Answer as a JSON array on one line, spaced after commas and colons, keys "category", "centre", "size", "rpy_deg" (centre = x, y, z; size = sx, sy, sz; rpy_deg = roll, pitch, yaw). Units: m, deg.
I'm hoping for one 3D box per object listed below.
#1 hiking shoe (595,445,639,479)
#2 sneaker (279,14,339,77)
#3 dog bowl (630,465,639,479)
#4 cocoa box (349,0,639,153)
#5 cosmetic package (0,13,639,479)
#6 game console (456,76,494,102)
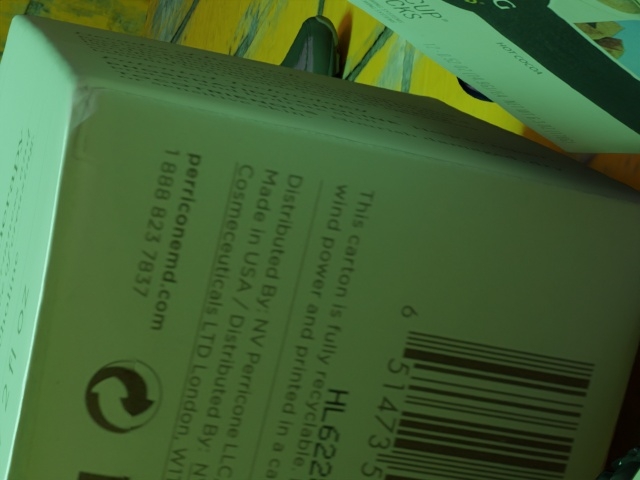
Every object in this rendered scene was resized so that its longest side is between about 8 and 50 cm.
[{"category": "hiking shoe", "centre": [0.130, 0.237, 0.781], "size": [0.113, 0.132, 0.304], "rpy_deg": [-27, -37, -57]}, {"category": "sneaker", "centre": [-0.057, -0.126, 1.782], "size": [0.101, 0.106, 0.267], "rpy_deg": [-119, 47, -70]}, {"category": "dog bowl", "centre": [0.197, 0.227, 0.468], "size": [0.408, 0.150, 0.408], "rpy_deg": [-165, 90, -75]}, {"category": "cocoa box", "centre": [0.174, -0.233, 0.664], "size": [0.228, 0.231, 0.347], "rpy_deg": [4, 71, 45]}, {"category": "cosmetic package", "centre": [-0.047, 0.065, 0.994], "size": [0.393, 0.327, 0.330], "rpy_deg": [-140, 62, -71]}, {"category": "game console", "centre": [0.189, -0.229, 0.888], "size": [0.293, 0.173, 0.250], "rpy_deg": [-94, 24, -50]}]
